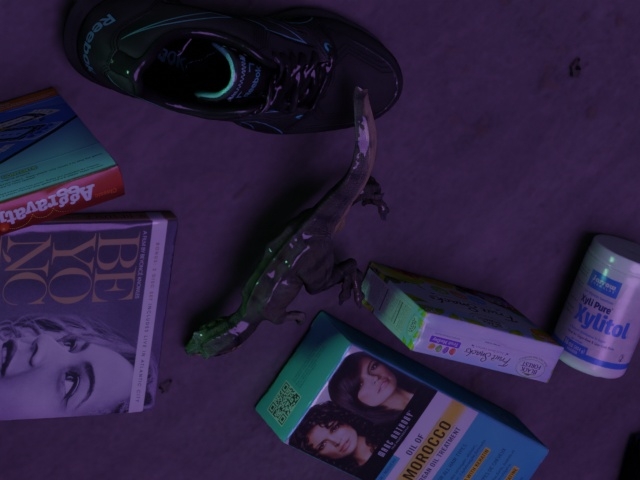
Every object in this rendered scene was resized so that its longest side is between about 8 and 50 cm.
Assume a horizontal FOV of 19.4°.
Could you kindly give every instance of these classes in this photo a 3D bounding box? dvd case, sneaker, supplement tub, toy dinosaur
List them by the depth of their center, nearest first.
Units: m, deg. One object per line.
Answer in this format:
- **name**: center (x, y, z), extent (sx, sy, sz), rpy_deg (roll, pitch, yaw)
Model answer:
- **sneaker**: center (-0.049, -0.114, 1.333), extent (0.267, 0.106, 0.101), rpy_deg (5, 110, -30)
- **dvd case**: center (-0.219, 0.059, 1.385), extent (0.221, 0.018, 0.165), rpy_deg (-2, 115, -26)
- **toy dinosaur**: center (0.000, 0.000, 1.422), extent (0.118, 0.064, 0.268), rpy_deg (-1, 131, -54)
- **supplement tub**: center (0.244, 0.056, 1.586), extent (0.071, 0.071, 0.107), rpy_deg (9, 109, -30)

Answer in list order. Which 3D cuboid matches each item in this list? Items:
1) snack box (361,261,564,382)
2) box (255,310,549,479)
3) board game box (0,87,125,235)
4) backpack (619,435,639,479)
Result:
- **snack box**: center (0.112, 0.066, 1.505), extent (0.141, 0.100, 0.037), rpy_deg (15, 107, -32)
- **box**: center (0.072, 0.157, 1.554), extent (0.244, 0.060, 0.100), rpy_deg (29, 99, -35)
- **board game box**: center (-0.285, -0.026, 1.232), extent (0.281, 0.145, 0.027), rpy_deg (-19, 124, -17)
- **backpack**: center (0.338, 0.234, 1.690), extent (0.101, 0.120, 0.098), rpy_deg (-8, 116, -23)
